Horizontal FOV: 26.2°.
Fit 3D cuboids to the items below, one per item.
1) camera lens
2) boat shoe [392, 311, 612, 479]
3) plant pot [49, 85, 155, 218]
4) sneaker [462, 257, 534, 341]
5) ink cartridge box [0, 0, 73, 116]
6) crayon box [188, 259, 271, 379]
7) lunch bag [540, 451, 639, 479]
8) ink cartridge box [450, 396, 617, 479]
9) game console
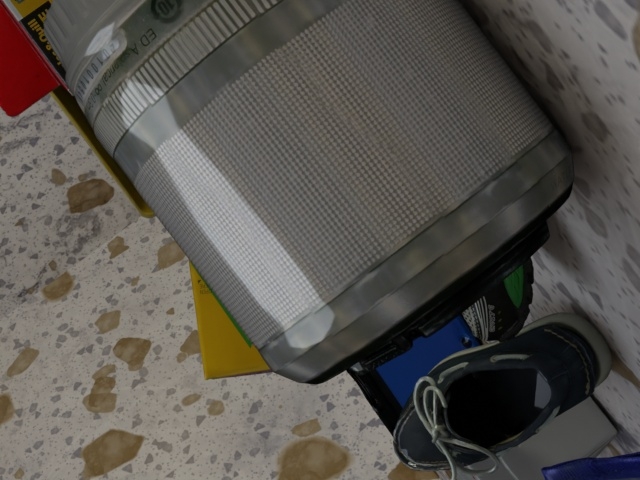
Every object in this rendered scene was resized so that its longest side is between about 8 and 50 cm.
[{"bbox_3d":[-0.003,-0.070,0.813,0.274,0.219,0.219,53,174,1],"label":"camera lens"},{"bbox_3d":[0.128,0.138,1.108,0.254,0.079,0.095,-32,87,50],"label":"boat shoe"},{"bbox_3d":[-0.192,-0.188,1.738,0.212,0.212,0.187,55,-174,-15],"label":"plant pot"},{"bbox_3d":[0.028,-0.060,1.000,0.343,0.146,0.134,51,174,12],"label":"sneaker"},{"bbox_3d":[-0.304,-0.317,1.446,0.309,0.272,0.130,54,174,-17],"label":"ink cartridge box"},{"bbox_3d":[-0.088,-0.013,1.465,0.363,0.106,0.313,103,161,-85],"label":"crayon box"},{"bbox_3d":[0.272,0.290,0.743,0.328,0.239,0.385,53,167,-13],"label":"lunch bag"},{"bbox_3d":[0.180,0.179,1.279,0.128,0.127,0.176,52,174,15],"label":"ink cartridge box"},{"bbox_3d":[0.115,0.117,1.658,0.293,0.173,0.250,56,-167,-21],"label":"game console"}]
